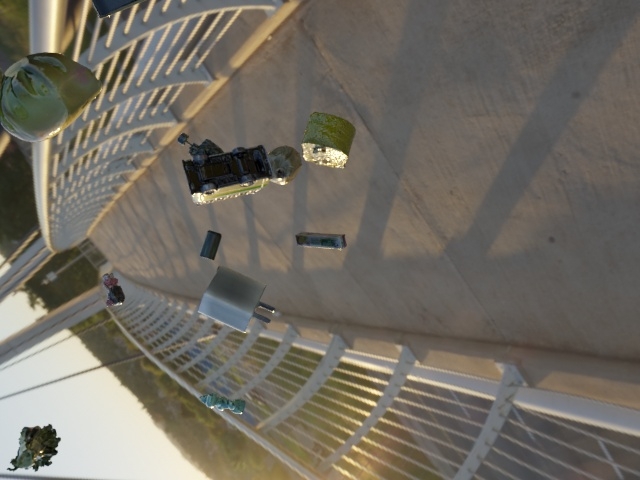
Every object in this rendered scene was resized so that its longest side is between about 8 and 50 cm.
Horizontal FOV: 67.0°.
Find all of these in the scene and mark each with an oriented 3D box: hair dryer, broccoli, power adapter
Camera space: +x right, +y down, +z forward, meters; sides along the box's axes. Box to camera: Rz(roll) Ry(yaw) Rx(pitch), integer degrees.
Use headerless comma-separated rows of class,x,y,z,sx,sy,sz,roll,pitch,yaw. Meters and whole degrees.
hair dryer,-0.409,0.016,1.765,0.057,0.101,0.197,20,173,-19
broccoli,-1.014,0.746,1.706,0.145,0.165,0.304,15,162,-18
power adapter,-0.289,0.223,1.752,0.255,0.187,0.124,25,130,-4

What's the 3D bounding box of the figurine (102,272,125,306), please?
figurine,-0.750,0.177,1.742,0.072,0.054,0.129,10,-130,-60

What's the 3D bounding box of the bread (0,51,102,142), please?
bread,-0.644,-0.328,1.120,0.158,0.260,0.156,48,-173,-42

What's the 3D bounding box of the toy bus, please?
toy bus,-0.341,-0.234,1.790,0.179,0.305,0.143,123,129,-68

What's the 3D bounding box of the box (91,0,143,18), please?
box,-0.411,-0.567,1.048,0.144,0.200,0.090,51,166,54

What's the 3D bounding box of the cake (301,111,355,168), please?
cake,0.030,-0.365,1.816,0.179,0.156,0.260,18,173,4

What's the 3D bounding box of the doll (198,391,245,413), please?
doll,-0.390,0.632,1.890,0.159,0.059,0.158,5,157,18

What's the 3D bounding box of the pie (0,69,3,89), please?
pie,-0.960,-0.401,1.229,0.277,0.277,0.078,54,158,-15

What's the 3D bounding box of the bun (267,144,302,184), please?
bun,-0.159,-0.302,1.989,0.166,0.114,0.173,7,135,-7

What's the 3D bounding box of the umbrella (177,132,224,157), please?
umbrella,-0.417,-0.327,1.955,0.348,0.094,0.143,35,-163,-9

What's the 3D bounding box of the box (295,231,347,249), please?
box,0.000,0.000,1.761,0.207,0.041,0.050,4,116,36
